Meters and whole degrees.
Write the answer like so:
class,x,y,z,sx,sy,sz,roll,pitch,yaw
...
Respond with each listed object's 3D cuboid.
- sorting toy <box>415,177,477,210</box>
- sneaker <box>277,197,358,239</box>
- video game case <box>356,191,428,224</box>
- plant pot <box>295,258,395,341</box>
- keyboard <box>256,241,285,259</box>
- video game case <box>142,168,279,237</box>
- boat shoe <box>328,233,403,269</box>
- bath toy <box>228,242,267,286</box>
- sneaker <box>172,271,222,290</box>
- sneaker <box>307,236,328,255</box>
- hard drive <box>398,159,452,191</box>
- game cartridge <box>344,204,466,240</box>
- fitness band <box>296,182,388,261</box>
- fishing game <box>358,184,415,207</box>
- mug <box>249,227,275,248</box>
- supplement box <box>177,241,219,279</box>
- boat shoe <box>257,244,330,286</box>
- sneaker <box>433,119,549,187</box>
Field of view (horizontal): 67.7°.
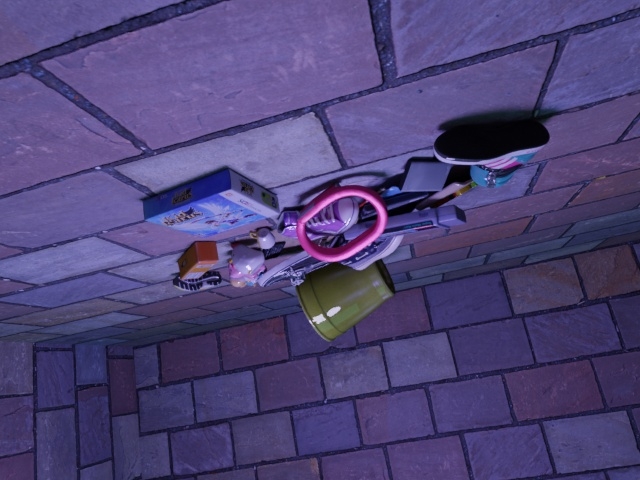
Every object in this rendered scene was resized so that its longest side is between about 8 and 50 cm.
class,x,y,z,sx,sy,sz,roll,pitch,yaw
sorting toy,0.419,-0.150,1.460,0.208,0.038,0.193,-21,172,-35
sneaker,-0.022,-0.062,1.466,0.161,0.102,0.282,9,155,-42
video game case,0.221,-0.098,1.533,0.196,0.026,0.274,-16,173,-3
plant pot,0.128,0.210,2.120,0.353,0.366,0.366,-27,160,15
keyboard,-0.200,0.044,1.854,0.108,0.023,0.180,-6,162,-16
video game case,-0.285,-0.087,1.280,0.270,0.061,0.244,-16,162,20
boat shoe,0.161,0.004,1.782,0.158,0.127,0.340,16,142,-24
bath toy,-0.290,0.098,1.810,0.151,0.129,0.348,-45,174,-16
sneaker,-0.525,0.179,2.005,0.209,0.081,0.094,3,161,-40
sneaker,0.000,0.000,1.737,0.066,0.071,0.188,-2,162,-28
hard drive,0.290,-0.180,1.319,0.135,0.022,0.094,-4,130,-23
game cartridge,0.275,-0.047,1.542,0.355,0.068,0.230,-11,178,24
fitness band,0.058,-0.051,1.392,0.291,0.054,0.209,-35,117,29
fishing game,0.247,-0.152,1.434,0.264,0.041,0.189,-11,168,-31
mug,-0.195,-0.009,1.609,0.078,0.062,0.064,-17,156,-2
supplement box,-0.441,0.074,1.706,0.080,0.078,0.233,-3,163,-35
boat shoe,-0.096,0.122,1.886,0.306,0.104,0.113,-27,170,-7
sneaker,0.403,-0.208,1.209,0.296,0.123,0.178,-8,154,-12
